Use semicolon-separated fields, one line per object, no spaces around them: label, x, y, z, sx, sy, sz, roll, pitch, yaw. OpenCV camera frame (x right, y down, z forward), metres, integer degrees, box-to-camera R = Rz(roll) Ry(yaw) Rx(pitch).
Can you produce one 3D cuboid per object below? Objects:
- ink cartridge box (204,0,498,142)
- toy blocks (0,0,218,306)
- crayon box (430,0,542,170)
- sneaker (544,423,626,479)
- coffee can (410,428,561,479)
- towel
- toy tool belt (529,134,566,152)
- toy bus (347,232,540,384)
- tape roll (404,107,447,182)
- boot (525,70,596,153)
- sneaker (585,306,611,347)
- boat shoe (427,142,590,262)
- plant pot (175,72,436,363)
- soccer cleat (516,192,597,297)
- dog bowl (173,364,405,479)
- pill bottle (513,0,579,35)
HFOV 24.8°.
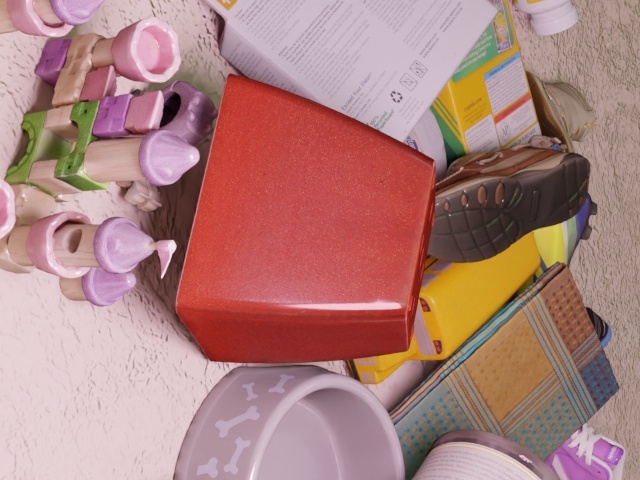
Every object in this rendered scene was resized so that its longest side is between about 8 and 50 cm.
ink cartridge box;0.024;-0.291;1.825;0.330;0.071;0.324;40;54;-4
toy blocks;-0.198;-0.088;1.445;0.309;0.260;0.288;32;64;-45
crayon box;0.212;-0.221;2.088;0.203;0.083;0.323;-35;116;-45
sneaker;0.377;0.282;2.210;0.102;0.161;0.282;-51;125;-36
coffee can;0.157;0.392;1.745;0.275;0.201;0.201;-50;125;-39
towel;0.249;0.235;2.028;0.370;0.040;0.271;-40;127;-17
toy tool belt;0.342;-0.119;2.135;0.083;0.051;0.052;55;50;-35
toy bus;0.161;0.072;1.976;0.332;0.130;0.108;-37;116;-45
tape roll;0.078;-0.097;1.929;0.219;0.072;0.219;3;86;-50
boot;0.377;-0.158;2.262;0.165;0.077;0.213;2;65;-53
sneaker;0.397;0.175;2.324;0.078;0.067;0.188;52;50;-9
boat shoe;0.223;-0.058;1.962;0.324;0.120;0.122;-15;123;-39
plant pot;0.000;0.000;1.618;0.267;0.235;0.267;77;23;-73
soccer cleat;0.335;0.035;2.244;0.121;0.093;0.289;25;71;-15
dog bowl;-0.023;0.313;1.767;0.349;0.102;0.349;4;85;-50
pill bottle;0.333;-0.412;2.225;0.103;0.103;0.184;-46;123;-41
